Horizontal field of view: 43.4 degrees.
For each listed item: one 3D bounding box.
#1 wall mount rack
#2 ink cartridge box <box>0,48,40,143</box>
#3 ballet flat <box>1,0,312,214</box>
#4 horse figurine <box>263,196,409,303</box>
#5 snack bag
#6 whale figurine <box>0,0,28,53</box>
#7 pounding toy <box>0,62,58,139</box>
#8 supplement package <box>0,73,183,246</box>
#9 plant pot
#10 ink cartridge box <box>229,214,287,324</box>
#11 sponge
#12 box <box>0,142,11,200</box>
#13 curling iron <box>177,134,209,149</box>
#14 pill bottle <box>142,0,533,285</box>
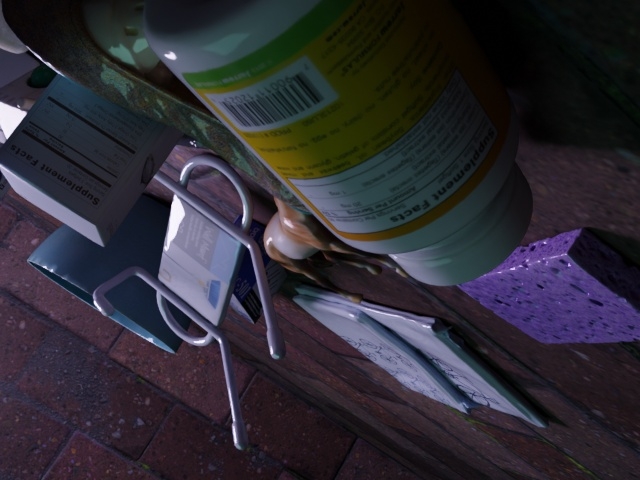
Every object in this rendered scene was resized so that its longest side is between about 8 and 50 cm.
[{"bbox_3d":[-0.151,0.078,1.016,0.304,0.130,0.350,37,137,15],"label":"wall mount rack"},{"bbox_3d":[-0.454,-0.218,1.054,0.148,0.086,0.203,36,165,-15],"label":"ink cartridge box"},{"bbox_3d":[-0.092,-0.138,0.623,0.316,0.107,0.106,29,145,-10],"label":"ballet flat"},{"bbox_3d":[0.000,0.000,0.901,0.174,0.066,0.263,29,164,-6],"label":"horse figurine"},{"bbox_3d":[0.152,0.184,1.243,0.323,0.037,0.342,42,162,-32],"label":"snack bag"},{"bbox_3d":[-0.403,-0.258,0.787,0.272,0.141,0.216,7,130,8],"label":"whale figurine"},{"bbox_3d":[-0.275,-0.131,0.860,0.100,0.130,0.141,22,140,30],"label":"pounding toy"},{"bbox_3d":[-0.192,-0.102,0.731,0.105,0.179,0.105,33,165,-4],"label":"supplement package"},{"bbox_3d":[-0.319,0.035,1.379,0.290,0.195,0.290,29,165,9],"label":"plant pot"},{"bbox_3d":[-0.107,0.048,1.196,0.046,0.097,0.207,29,165,17],"label":"ink cartridge box"},{"bbox_3d":[0.210,0.048,0.707,0.117,0.031,0.210,34,165,-8],"label":"sponge"},{"bbox_3d":[-0.674,-0.152,1.505,0.119,0.181,0.182,23,163,30],"label":"box"},{"bbox_3d":[-0.232,-0.145,0.949,0.274,0.035,0.068,23,163,30],"label":"curling iron"},{"bbox_3d":[0.029,-0.078,0.460,0.136,0.136,0.246,16,158,46],"label":"pill bottle"}]
